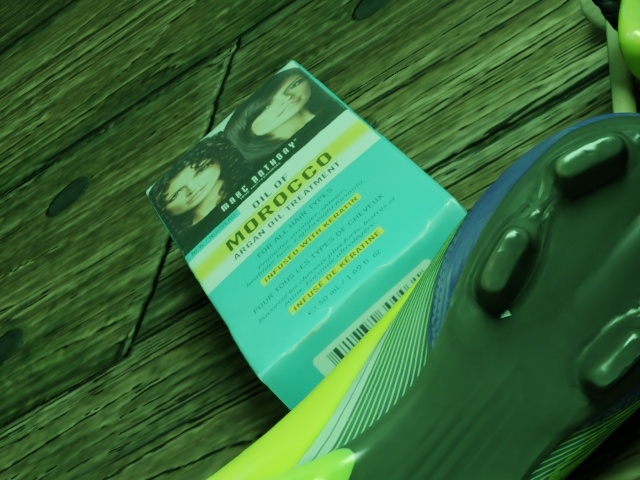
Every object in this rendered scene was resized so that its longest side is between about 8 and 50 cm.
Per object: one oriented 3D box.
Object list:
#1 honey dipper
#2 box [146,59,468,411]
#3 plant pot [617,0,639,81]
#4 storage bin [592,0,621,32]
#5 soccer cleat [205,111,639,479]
[{"bbox_3d":[0.123,-0.076,0.754,0.030,0.030,0.160,-30,29,27],"label":"honey dipper"},{"bbox_3d":[0.000,0.000,0.775,0.100,0.060,0.244,-42,23,0],"label":"box"},{"bbox_3d":[0.192,-0.145,0.465,0.228,0.207,0.227,9,41,11],"label":"plant pot"},{"bbox_3d":[0.191,-0.140,0.687,0.122,0.084,0.180,-4,43,56],"label":"storage bin"},{"bbox_3d":[0.028,0.076,0.602,0.289,0.093,0.121,-46,-7,3],"label":"soccer cleat"}]
